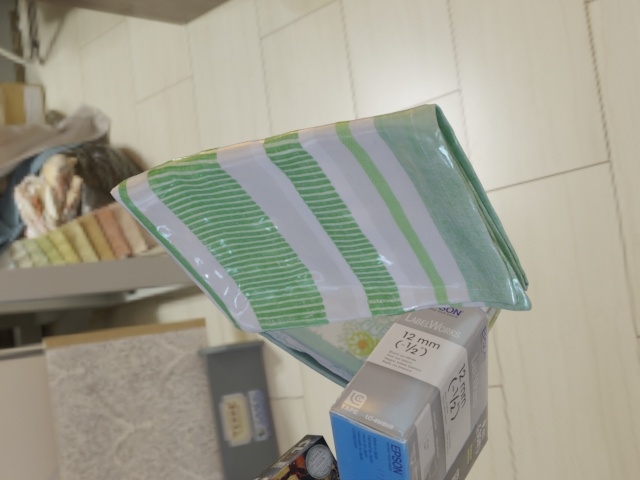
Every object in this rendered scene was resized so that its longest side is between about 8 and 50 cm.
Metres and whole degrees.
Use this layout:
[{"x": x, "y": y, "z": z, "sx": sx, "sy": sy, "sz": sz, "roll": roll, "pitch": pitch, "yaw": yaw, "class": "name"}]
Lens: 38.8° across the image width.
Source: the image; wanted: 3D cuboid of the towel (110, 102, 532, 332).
[{"x": 0.000, "y": 0.000, "z": 0.817, "sx": 0.324, "sy": 0.248, "sz": 0.038, "roll": -7, "pitch": 48, "yaw": 31, "class": "towel"}]

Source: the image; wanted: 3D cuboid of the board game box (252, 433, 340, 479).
[{"x": -0.054, "y": 0.390, "z": 1.179, "sx": 0.042, "sy": 0.243, "sz": 0.165, "roll": -14, "pitch": 107, "yaw": 54, "class": "board game box"}]

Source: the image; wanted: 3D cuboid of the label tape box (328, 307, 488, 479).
[{"x": 0.155, "y": 0.210, "z": 1.216, "sx": 0.115, "sy": 0.348, "sz": 0.249, "roll": 18, "pitch": 135, "yaw": 30, "class": "label tape box"}]

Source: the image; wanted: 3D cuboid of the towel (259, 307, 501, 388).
[{"x": 0.102, "y": 0.099, "z": 1.527, "sx": 0.374, "sy": 0.320, "sz": 0.090, "roll": 31, "pitch": 154, "yaw": 11, "class": "towel"}]
